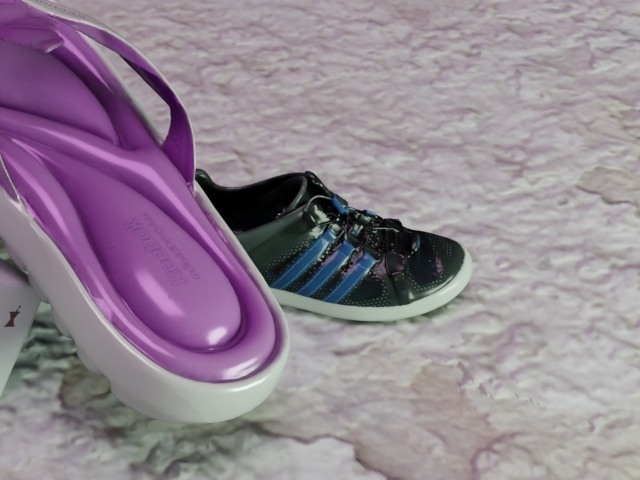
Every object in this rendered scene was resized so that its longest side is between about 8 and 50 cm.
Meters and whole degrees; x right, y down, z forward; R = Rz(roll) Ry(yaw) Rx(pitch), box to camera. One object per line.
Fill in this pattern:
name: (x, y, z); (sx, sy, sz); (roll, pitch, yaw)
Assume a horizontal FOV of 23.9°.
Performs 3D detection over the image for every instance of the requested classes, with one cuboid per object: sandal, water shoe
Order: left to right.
sandal: (-0.150, -0.077, 0.890); (0.416, 0.102, 0.169); (47, 41, 16)
water shoe: (0.000, 0.000, 0.969); (0.203, 0.080, 0.073); (3, 41, -3)

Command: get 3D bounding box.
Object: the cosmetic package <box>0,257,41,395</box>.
cosmetic package: (-0.367, -0.005, 0.774); (0.284, 0.097, 0.377); (26, 8, 25)
